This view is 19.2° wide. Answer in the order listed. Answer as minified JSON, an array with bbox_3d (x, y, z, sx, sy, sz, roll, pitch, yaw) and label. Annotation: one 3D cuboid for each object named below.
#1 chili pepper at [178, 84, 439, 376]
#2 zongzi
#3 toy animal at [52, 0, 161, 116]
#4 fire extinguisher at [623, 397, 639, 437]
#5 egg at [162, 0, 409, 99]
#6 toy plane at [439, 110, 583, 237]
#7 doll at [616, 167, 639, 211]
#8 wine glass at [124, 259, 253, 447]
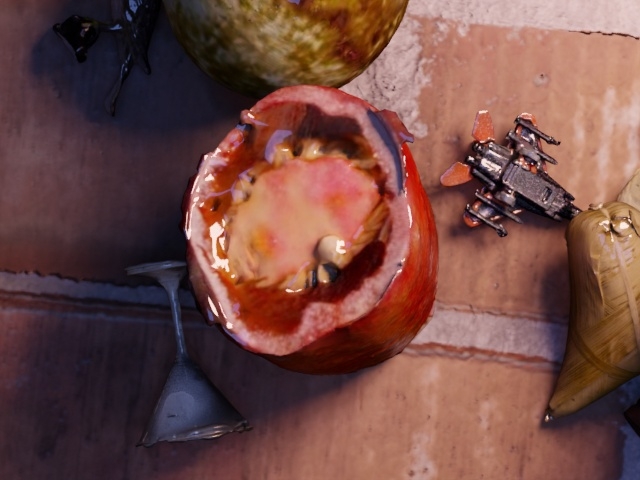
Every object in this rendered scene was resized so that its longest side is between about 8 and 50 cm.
[{"bbox_3d":[0.000,0.000,1.805,0.229,0.305,0.251,-16,80,4],"label":"chili pepper"},{"bbox_3d":[0.272,0.072,1.894,0.197,0.099,0.194,-31,111,7],"label":"zongzi"},{"bbox_3d":[-0.188,-0.232,1.888,0.105,0.070,0.202,35,82,-13],"label":"toy animal"},{"bbox_3d":[0.431,0.131,1.940,0.252,0.106,0.075,-40,56,-3],"label":"fire extinguisher"},{"bbox_3d":[-0.022,-0.271,1.803,0.238,0.238,0.289,33,78,-4],"label":"egg"},{"bbox_3d":[0.219,-0.049,1.912,0.189,0.061,0.130,30,89,-4],"label":"toy plane"},{"bbox_3d":[0.438,-0.077,1.898,0.278,0.149,0.175,-42,127,11],"label":"doll"},{"bbox_3d":[-0.138,0.108,1.874,0.122,0.122,0.183,-9,86,-4],"label":"wine glass"}]
